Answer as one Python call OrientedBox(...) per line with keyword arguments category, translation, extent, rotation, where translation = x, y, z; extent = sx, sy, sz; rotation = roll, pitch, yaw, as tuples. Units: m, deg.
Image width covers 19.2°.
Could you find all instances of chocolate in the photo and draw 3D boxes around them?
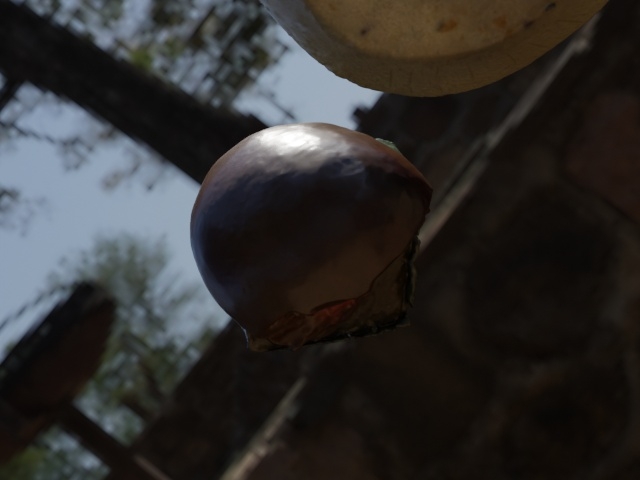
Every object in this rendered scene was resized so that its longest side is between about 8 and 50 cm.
OrientedBox(category="chocolate", translation=(0.003, -0.006, 1.002), extent=(0.133, 0.127, 0.124), rotation=(-36, 37, 39))

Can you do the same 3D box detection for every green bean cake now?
OrientedBox(category="green bean cake", translation=(0.000, 0.000, 1.735), extent=(0.173, 0.094, 0.181), rotation=(-10, -58, -17))

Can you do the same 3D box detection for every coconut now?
OrientedBox(category="coconut", translation=(0.089, -0.300, 1.422), extent=(0.346, 0.346, 0.360), rotation=(-55, 9, 24))
